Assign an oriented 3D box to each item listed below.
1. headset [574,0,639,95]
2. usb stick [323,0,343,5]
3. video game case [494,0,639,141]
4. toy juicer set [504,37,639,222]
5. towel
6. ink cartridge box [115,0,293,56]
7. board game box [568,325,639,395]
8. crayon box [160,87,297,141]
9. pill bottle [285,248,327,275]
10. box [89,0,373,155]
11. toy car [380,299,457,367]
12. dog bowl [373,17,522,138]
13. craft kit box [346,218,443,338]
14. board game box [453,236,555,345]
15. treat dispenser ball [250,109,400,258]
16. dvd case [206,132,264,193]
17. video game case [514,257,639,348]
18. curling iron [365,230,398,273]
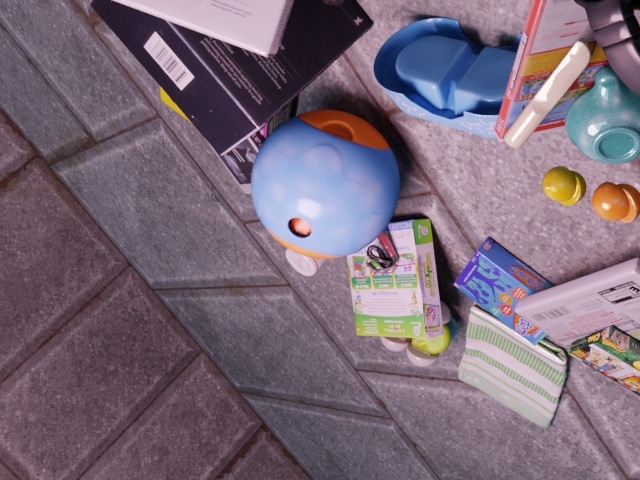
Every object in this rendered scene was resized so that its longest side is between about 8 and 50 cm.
[{"bbox_3d":[0.364,-0.334,0.966,0.185,0.243,0.394,-3,110,66],"label":"headset"},{"bbox_3d":[-0.029,-0.509,1.392,0.045,0.077,0.278,-4,127,47],"label":"usb stick"},{"bbox_3d":[0.351,-0.249,1.139,0.285,0.204,0.025,93,162,-56],"label":"video game case"},{"bbox_3d":[0.382,-0.145,1.219,0.329,0.089,0.209,34,136,-25],"label":"toy juicer set"},{"bbox_3d":[0.425,0.285,1.947,0.248,0.038,0.325,30,150,23],"label":"towel"},{"bbox_3d":[-0.166,-0.471,1.231,0.324,0.330,0.071,22,-166,5],"label":"ink cartridge box"},{"bbox_3d":[0.593,0.244,1.570,0.260,0.030,0.136,30,153,-3],"label":"board game box"},{"bbox_3d":[-0.199,-0.348,1.818,0.313,0.106,0.363,38,153,13],"label":"crayon box"},{"bbox_3d":[0.000,0.000,1.981,0.087,0.160,0.087,33,151,21],"label":"pill bottle"},{"bbox_3d":[-0.146,-0.382,1.474,0.343,0.312,0.179,50,153,-11],"label":"box"},{"bbox_3d":[0.230,0.185,1.967,0.182,0.136,0.159,27,118,34],"label":"toy car"},{"bbox_3d":[0.224,-0.247,1.340,0.297,0.166,0.074,22,157,35],"label":"dog bowl"},{"bbox_3d":[0.153,0.084,1.875,0.250,0.061,0.246,-5,89,56],"label":"craft kit box"},{"bbox_3d":[0.383,0.105,1.736,0.210,0.047,0.160,37,152,10],"label":"board game box"},{"bbox_3d":[0.010,-0.108,1.676,0.288,0.288,0.288,32,151,21],"label":"treat dispenser ball"},{"bbox_3d":[-0.173,-0.199,1.846,0.179,0.029,0.238,2,134,55],"label":"dvd case"},{"bbox_3d":[0.553,0.160,1.529,0.300,0.036,0.329,34,154,-11],"label":"video game case"},{"bbox_3d":[0.088,-0.055,1.821,0.035,0.068,0.274,75,173,-84],"label":"curling iron"}]
